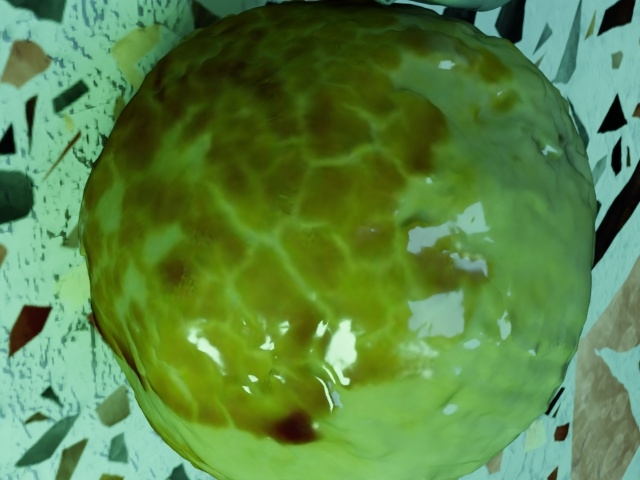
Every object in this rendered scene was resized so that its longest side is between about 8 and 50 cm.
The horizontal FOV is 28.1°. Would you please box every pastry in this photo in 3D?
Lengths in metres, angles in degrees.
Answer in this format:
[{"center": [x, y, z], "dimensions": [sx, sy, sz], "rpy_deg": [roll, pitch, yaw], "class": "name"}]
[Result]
[{"center": [0.000, 0.000, 0.929], "dimensions": [0.312, 0.388, 0.389], "rpy_deg": [17, 95, -38], "class": "pastry"}]

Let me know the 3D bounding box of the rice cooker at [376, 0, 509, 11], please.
[{"center": [0.049, -0.313, 0.886], "dimensions": [0.288, 0.277, 0.288], "rpy_deg": [-24, 123, -42], "class": "rice cooker"}]
